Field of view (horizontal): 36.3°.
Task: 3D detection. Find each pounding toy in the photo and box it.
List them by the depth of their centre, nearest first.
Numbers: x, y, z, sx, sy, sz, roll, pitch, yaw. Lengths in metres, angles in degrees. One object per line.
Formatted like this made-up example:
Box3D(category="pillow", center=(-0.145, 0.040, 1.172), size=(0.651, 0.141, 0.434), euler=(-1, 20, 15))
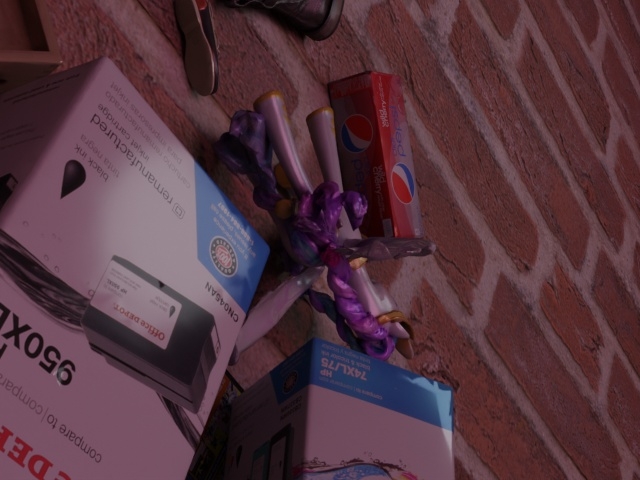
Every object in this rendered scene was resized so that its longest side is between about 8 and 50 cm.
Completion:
Box3D(category="pounding toy", center=(-0.373, -0.248, 0.935), size=(0.181, 0.094, 0.206), euler=(-10, 79, -49))

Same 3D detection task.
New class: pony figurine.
Box3D(category="pony figurine", center=(0.000, 0.000, 1.230), size=(0.363, 0.303, 0.351), euler=(65, 19, 8))

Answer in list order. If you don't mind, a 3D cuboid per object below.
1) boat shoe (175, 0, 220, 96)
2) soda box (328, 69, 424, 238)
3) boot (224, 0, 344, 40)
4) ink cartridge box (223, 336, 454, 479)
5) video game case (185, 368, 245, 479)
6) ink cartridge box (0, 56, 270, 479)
Box3D(category="boat shoe", center=(-0.151, -0.253, 1.264), size=(0.043, 0.049, 0.137), euler=(-7, 82, -56))
Box3D(category="soda box", center=(0.088, -0.124, 1.515), size=(0.092, 0.083, 0.263), euler=(-4, 84, -53))
Box3D(category="boot", center=(-0.054, -0.426, 1.400), size=(0.229, 0.091, 0.263), euler=(17, 70, -51))
Box3D(category="ink cartridge box", center=(0.016, 0.289, 1.077), size=(0.197, 0.198, 0.270), euler=(23, 49, -23))
Box3D(category="video game case", center=(-0.164, 0.262, 1.119), size=(0.248, 0.035, 0.275), euler=(55, 42, -28))
Box3D(category="ink cartridge box", center=(-0.232, 0.080, 0.876), size=(0.285, 0.166, 0.395), euler=(51, 41, -35))
